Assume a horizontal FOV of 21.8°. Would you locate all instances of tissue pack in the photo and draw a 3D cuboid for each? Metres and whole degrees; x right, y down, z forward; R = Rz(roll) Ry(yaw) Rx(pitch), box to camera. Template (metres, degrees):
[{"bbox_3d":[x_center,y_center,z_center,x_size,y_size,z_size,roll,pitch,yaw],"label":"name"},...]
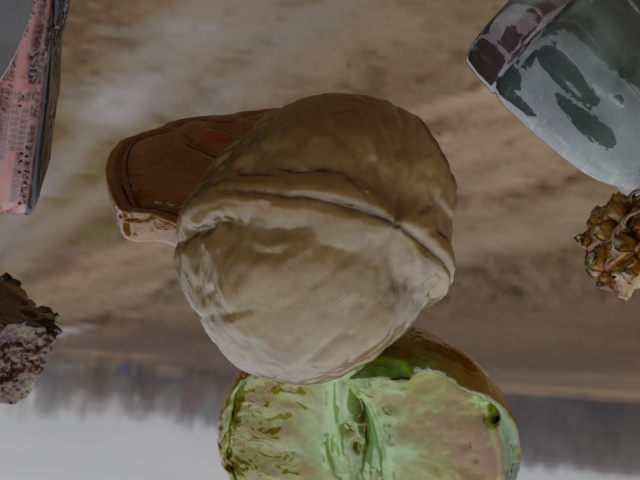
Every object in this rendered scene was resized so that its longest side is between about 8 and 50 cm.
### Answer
[{"bbox_3d":[-0.373,-0.217,2.021,0.123,0.332,0.245,9,-158,-8],"label":"tissue pack"}]

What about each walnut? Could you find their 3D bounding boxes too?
[{"bbox_3d":[-0.002,-0.001,1.620,0.277,0.252,0.313,-40,-171,-24],"label":"walnut"}]

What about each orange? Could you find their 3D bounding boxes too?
[{"bbox_3d":[0.059,0.203,1.866,0.335,0.196,0.262,-1,133,23],"label":"orange"}]

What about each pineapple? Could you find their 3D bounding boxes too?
[{"bbox_3d":[0.267,-0.007,1.325,0.077,0.114,0.114,32,123,-17],"label":"pineapple"}]

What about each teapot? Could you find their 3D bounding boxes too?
[{"bbox_3d":[0.363,-0.182,2.128,0.233,0.312,0.315,-38,171,-11],"label":"teapot"}]

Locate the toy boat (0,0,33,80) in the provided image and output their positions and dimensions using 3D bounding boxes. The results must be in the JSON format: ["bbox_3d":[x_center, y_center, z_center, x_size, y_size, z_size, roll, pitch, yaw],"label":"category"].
[{"bbox_3d":[-0.224,-0.185,1.032,0.219,0.318,0.072,-30,154,14],"label":"toy boat"}]

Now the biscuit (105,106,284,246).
[{"bbox_3d":[-0.073,-0.087,2.198,0.455,0.078,0.350,-17,-148,-33],"label":"biscuit"}]

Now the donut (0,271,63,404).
[{"bbox_3d":[-0.411,0.124,2.101,0.144,0.126,0.187,3,-166,-45],"label":"donut"}]
